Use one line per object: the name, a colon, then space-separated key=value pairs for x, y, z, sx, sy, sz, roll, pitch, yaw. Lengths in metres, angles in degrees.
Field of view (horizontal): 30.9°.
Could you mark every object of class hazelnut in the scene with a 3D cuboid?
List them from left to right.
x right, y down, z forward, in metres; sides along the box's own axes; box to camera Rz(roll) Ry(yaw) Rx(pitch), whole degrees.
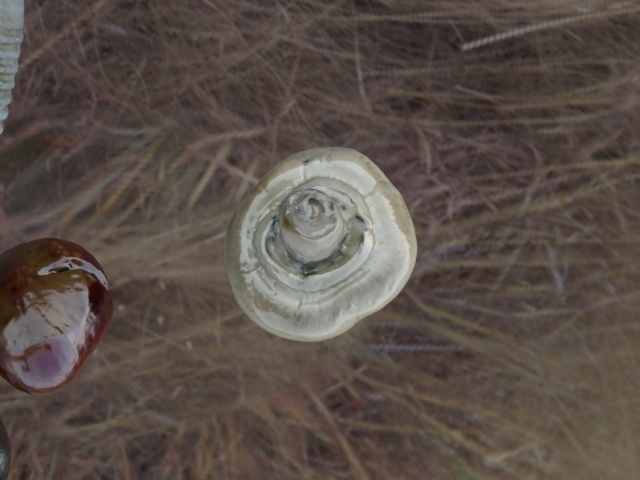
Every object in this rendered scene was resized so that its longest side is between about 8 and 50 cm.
hazelnut: x=-0.353 y=0.101 z=1.471 sx=0.178 sy=0.204 sz=0.178 roll=-10 pitch=141 yaw=-8

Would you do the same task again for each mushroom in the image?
mushroom: x=0.000 y=0.000 z=1.495 sx=0.254 sy=0.234 sz=0.260 roll=3 pitch=82 yaw=0

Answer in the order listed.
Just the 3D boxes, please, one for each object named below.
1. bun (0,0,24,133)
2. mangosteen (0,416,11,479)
bun: x=-0.459 y=-0.193 z=1.265 sx=0.211 sy=0.362 sz=0.362 roll=16 pitch=116 yaw=3
mangosteen: x=-0.624 y=0.330 z=1.723 sx=0.300 sy=0.300 sz=0.300 roll=-9 pitch=122 yaw=-14
